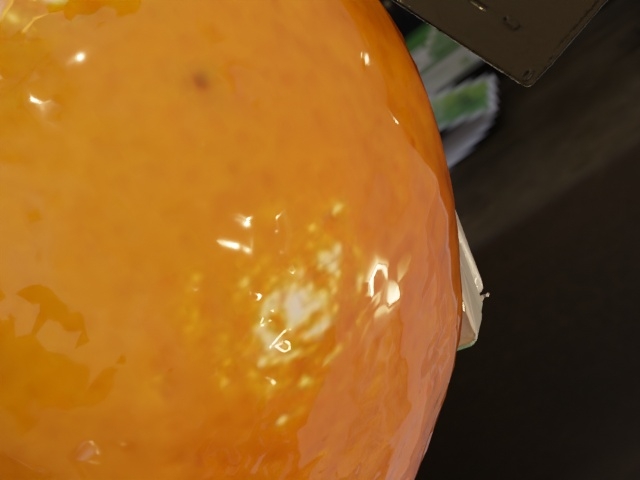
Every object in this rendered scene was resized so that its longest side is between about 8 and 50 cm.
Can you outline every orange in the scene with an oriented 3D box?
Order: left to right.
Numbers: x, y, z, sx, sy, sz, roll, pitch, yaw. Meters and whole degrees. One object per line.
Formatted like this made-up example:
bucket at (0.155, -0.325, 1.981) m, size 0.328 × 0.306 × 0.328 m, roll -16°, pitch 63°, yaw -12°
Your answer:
orange at (-0.149, 0.003, 0.732) m, size 0.424 × 0.424 × 0.326 m, roll 53°, pitch 53°, yaw -6°

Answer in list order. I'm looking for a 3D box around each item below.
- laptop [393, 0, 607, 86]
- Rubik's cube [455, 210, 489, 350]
laptop at (0.146, -0.229, 1.398) m, size 0.207 × 0.154 × 0.026 m, roll 29°, pitch 25°, yaw -29°
Rubik's cube at (0.000, 0.000, 1.418) m, size 0.231 × 0.224 × 0.221 m, roll -40°, pitch 111°, yaw -81°
